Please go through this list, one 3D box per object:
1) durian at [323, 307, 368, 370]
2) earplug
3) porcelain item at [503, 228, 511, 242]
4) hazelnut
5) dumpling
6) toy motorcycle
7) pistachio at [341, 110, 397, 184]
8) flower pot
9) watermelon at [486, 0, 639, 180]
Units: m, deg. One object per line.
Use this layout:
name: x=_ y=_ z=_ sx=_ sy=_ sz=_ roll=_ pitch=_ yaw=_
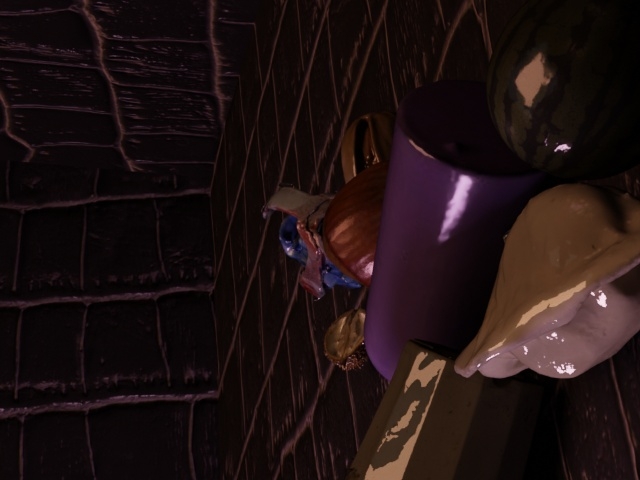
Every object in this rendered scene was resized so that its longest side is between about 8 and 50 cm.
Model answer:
durian: x=0.063 y=0.197 z=2.291 sx=0.110 sy=0.071 sz=0.140 roll=-25 pitch=36 yaw=31
earplug: x=0.171 y=0.021 z=1.697 sx=0.215 sy=0.215 sz=0.456 roll=-103 pitch=18 yaw=-49
porcelain item: x=0.264 y=-0.002 z=1.555 sx=0.021 sy=0.075 sz=0.136 roll=-101 pitch=21 yaw=-43
hazelnut: x=0.095 y=-0.022 z=1.982 sx=0.210 sy=0.186 sz=0.210 roll=165 pitch=90 yaw=-79
dumpling: x=0.241 y=0.053 z=1.322 sx=0.187 sy=0.242 sz=0.318 roll=57 pitch=165 yaw=17
toy motorcycle: x=0.018 y=-0.015 z=2.309 sx=0.241 sy=0.182 sz=0.319 roll=66 pitch=164 yaw=0
pistachio: x=0.105 y=-0.130 z=2.145 sx=0.129 sy=0.131 sz=0.206 roll=-19 pitch=65 yaw=29
flower pot: x=0.160 y=0.273 z=1.573 sx=0.290 sy=0.290 sz=0.259 roll=-160 pitch=87 yaw=-75
watermelon: x=0.277 y=-0.166 z=1.291 sx=0.212 sy=0.212 sz=0.212 roll=-176 pitch=90 yaw=-76
